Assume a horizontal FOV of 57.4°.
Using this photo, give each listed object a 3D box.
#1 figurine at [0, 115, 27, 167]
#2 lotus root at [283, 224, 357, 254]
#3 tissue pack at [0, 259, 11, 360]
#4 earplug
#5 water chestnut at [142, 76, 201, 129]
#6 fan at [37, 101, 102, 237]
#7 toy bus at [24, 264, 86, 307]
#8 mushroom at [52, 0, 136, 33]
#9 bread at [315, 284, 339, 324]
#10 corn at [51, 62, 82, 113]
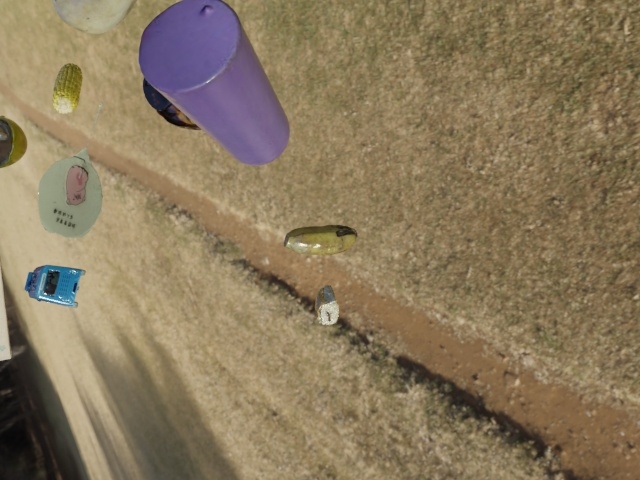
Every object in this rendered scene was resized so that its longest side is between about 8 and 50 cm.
[{"bbox_3d":[-1.145,-0.341,1.934,0.215,0.344,0.187,12,94,16],"label":"figurine"},{"bbox_3d":[0.000,0.000,1.940,0.110,0.259,0.097,-124,37,-56],"label":"lotus root"},{"bbox_3d":[-0.843,0.137,1.387,0.071,0.170,0.325,30,122,57],"label":"tissue pack"},{"bbox_3d":[-0.199,-0.311,1.310,0.215,0.215,0.456,58,-177,23],"label":"earplug"},{"bbox_3d":[-0.365,-0.520,1.763,0.335,0.336,0.346,110,168,-49],"label":"water chestnut"},{"bbox_3d":[-0.509,-0.156,1.249,0.010,0.182,0.309,9,80,22],"label":"fan"},{"bbox_3d":[-0.786,0.132,1.731,0.246,0.134,0.113,-7,71,58],"label":"toy bus"},{"bbox_3d":[-0.459,-0.544,1.200,0.255,0.184,0.254,-50,28,39],"label":"mushroom"},{"bbox_3d":[0.020,0.240,2.142,0.106,0.082,0.125,-116,18,-48],"label":"bread"},{"bbox_3d":[-0.823,-0.495,1.903,0.248,0.081,0.081,-108,20,-46],"label":"corn"}]
